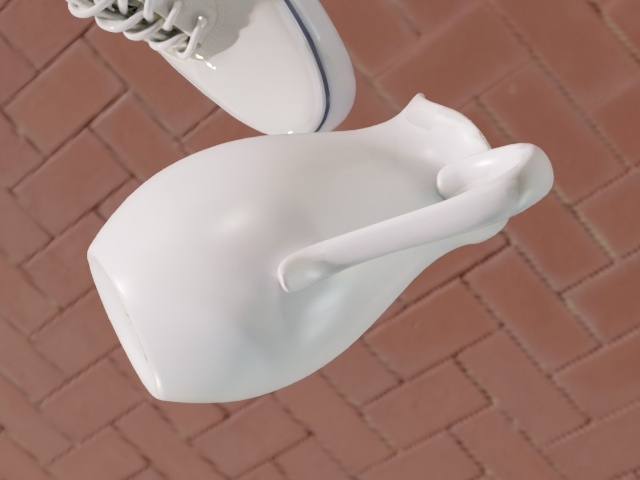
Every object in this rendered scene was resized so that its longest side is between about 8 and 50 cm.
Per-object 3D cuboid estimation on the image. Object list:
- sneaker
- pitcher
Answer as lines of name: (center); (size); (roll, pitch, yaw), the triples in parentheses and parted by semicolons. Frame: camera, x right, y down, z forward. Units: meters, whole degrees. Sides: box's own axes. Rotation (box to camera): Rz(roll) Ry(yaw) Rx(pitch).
sneaker: (-0.096, -0.139, 0.747); (0.258, 0.091, 0.094); (42, 131, 4)
pitcher: (0.000, 0.000, 0.686); (0.207, 0.178, 0.125); (-25, 98, -15)
